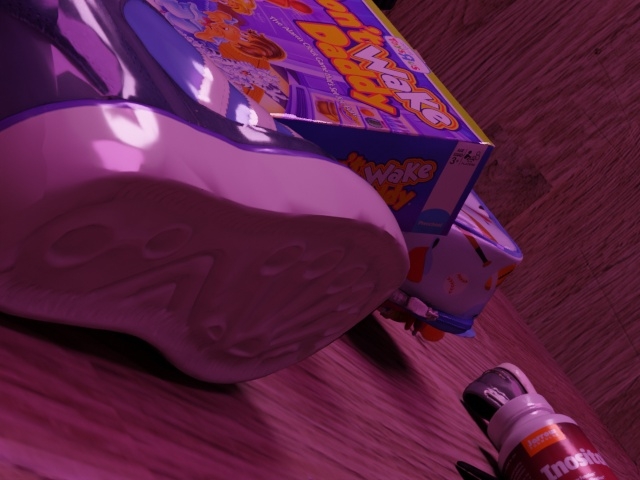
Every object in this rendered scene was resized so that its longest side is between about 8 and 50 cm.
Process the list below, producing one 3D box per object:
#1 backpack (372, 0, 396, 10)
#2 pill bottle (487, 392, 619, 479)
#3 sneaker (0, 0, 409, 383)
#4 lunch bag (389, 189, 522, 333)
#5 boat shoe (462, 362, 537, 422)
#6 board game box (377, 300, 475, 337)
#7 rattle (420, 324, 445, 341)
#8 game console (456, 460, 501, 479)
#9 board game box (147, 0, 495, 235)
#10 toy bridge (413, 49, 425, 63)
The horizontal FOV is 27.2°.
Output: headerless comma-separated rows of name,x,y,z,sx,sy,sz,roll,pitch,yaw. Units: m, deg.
backpack,-0.034,-0.287,1.312,0.213,0.263,0.276,15,-26,-9
pill bottle,0.216,0.215,1.203,0.086,0.086,0.152,42,11,-48
sneaker,-0.094,-0.070,0.607,0.236,0.130,0.323,58,16,23
lunch bag,0.043,-0.043,1.157,0.243,0.115,0.303,29,18,-25
boat shoe,0.213,0.222,1.331,0.065,0.075,0.206,-18,68,-35
board game box,0.058,0.055,1.186,0.168,0.033,0.133,28,9,-10
rattle,0.069,0.003,1.435,0.143,0.130,0.200,33,43,-31
game console,0.166,0.239,1.081,0.122,0.071,0.107,38,45,-55
board game box,-0.066,-0.146,0.925,0.233,0.078,0.347,4,36,-34
toy bridge,-0.007,-0.124,1.048,0.063,0.188,0.026,-113,-159,-58
